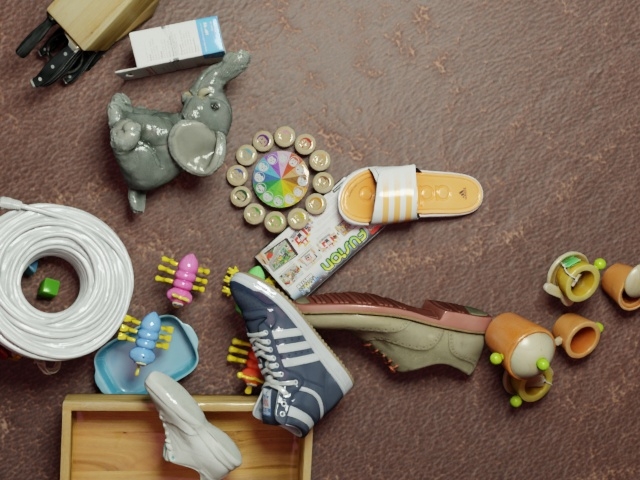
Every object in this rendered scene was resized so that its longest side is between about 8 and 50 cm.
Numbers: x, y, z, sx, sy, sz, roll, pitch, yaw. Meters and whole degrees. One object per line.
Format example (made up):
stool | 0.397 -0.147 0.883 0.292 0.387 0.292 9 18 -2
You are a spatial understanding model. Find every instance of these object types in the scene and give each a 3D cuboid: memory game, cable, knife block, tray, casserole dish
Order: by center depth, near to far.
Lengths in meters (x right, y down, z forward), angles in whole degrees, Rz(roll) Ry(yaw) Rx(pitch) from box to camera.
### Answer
knife block | -0.360 -0.357 1.320 0.088 0.275 0.242 47 60 -5
cable | -0.435 0.068 1.364 0.257 0.089 0.257 7 73 -27
tray | -0.223 0.366 1.427 0.410 0.076 0.203 2 93 -12
memory game | -0.068 -0.104 1.440 0.186 0.012 0.186 -1 83 6
casserole dish | -0.297 0.202 1.453 0.188 0.037 0.114 -28 95 0

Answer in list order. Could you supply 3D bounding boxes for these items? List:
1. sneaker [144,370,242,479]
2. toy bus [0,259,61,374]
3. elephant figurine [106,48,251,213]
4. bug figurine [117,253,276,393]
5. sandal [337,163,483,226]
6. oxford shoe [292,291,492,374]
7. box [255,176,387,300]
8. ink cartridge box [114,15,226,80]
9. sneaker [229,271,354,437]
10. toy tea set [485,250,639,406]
sneaker | -0.225 0.308 1.352 0.094 0.080 0.212 -38 101 6
toy bus | -0.541 0.131 1.400 0.190 0.104 0.202 7 67 -36
elephant figurine | -0.213 -0.177 1.372 0.239 0.186 0.170 -10 60 -3
bug figurine | -0.186 0.136 1.410 0.278 0.072 0.216 13 85 -17
sandal | 0.161 -0.084 1.422 0.265 0.076 0.102 -5 86 -14
oxford shoe | 0.117 0.163 1.427 0.348 0.123 0.130 8 97 -8
box | 0.000 0.000 1.458 0.207 0.036 0.114 -41 95 0
ink cartridge box | -0.249 -0.315 1.390 0.180 0.104 0.060 -12 94 -3
sneaker | -0.078 0.192 1.356 0.282 0.099 0.153 50 65 -16
toy tea set | 0.431 0.145 1.419 0.336 0.124 0.200 -44 123 -1
